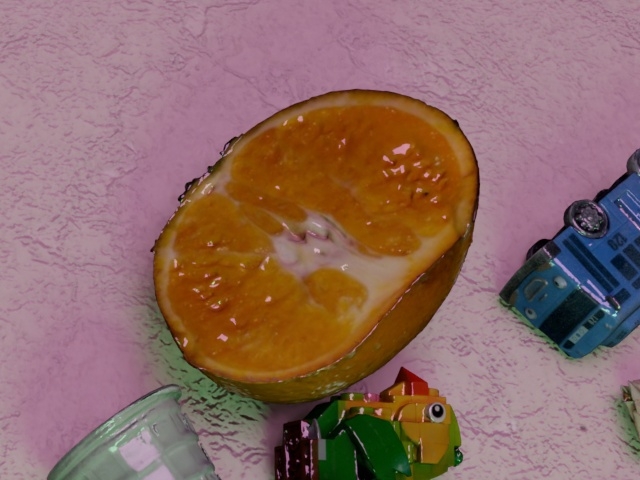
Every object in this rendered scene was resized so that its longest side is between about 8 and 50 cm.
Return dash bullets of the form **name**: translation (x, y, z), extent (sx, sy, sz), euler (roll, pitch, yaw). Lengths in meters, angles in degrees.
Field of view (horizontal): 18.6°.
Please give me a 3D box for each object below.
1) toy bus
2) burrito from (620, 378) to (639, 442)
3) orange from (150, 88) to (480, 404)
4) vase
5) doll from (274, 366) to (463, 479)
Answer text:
- **toy bus**: translation (0.304, 0.012, 1.980), extent (0.234, 0.116, 0.133), euler (-37, 81, -33)
- **burrito**: translation (0.430, 0.165, 1.971), extent (0.275, 0.059, 0.082), euler (-5, 71, -21)
- **orange**: translation (0.004, 0.002, 1.811), extent (0.274, 0.274, 0.310), euler (22, 95, -5)
- **vase**: translation (-0.092, 0.282, 1.690), extent (0.143, 0.143, 0.299), euler (-33, 79, -30)
- **doll**: translation (0.047, 0.200, 1.796), extent (0.186, 0.106, 0.134), euler (-28, 90, -29)
